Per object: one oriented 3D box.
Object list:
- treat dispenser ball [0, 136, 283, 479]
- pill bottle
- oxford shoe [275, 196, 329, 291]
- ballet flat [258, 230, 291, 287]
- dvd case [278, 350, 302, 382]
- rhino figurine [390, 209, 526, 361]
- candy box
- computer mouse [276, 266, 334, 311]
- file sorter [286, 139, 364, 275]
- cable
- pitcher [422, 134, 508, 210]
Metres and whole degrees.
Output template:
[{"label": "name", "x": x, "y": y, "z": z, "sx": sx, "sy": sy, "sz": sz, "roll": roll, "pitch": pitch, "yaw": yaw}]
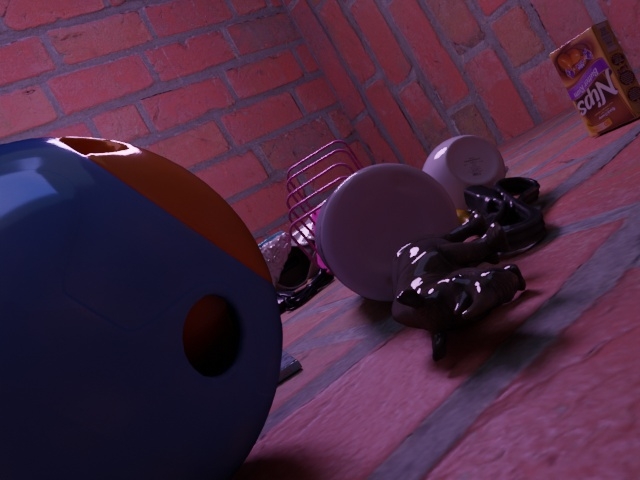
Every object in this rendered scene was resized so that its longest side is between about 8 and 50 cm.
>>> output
[{"label": "treat dispenser ball", "x": -0.171, "y": 0.071, "z": 0.415, "sx": 0.288, "sy": 0.288, "sz": 0.288, "roll": -30, "pitch": 2, "yaw": 1}, {"label": "pill bottle", "x": 0.074, "y": -0.011, "z": 0.791, "sx": 0.160, "sy": 0.160, "sz": 0.283, "roll": -30, "pitch": 2, "yaw": -2}, {"label": "oxford shoe", "x": 0.000, "y": 0.000, "z": 1.655, "sx": 0.449, "sy": 0.169, "sz": 0.130, "roll": -38, "pitch": 1, "yaw": -16}, {"label": "ballet flat", "x": -0.206, "y": 0.142, "z": 1.447, "sx": 0.409, "sy": 0.147, "sz": 0.147, "roll": -38, "pitch": 4, "yaw": -21}, {"label": "dvd case", "x": -0.071, "y": 0.162, "z": 0.692, "sx": 0.087, "sy": 0.013, "sz": 0.119, "roll": -31, "pitch": 3, "yaw": -12}, {"label": "rhino figurine", "x": 0.106, "y": 0.034, "z": 0.473, "sx": 0.106, "sy": 0.073, "sz": 0.243, "roll": -26, "pitch": 4, "yaw": 10}, {"label": "candy box", "x": 0.525, "y": -0.301, "z": 1.100, "sx": 0.053, "sy": 0.186, "sz": 0.109, "roll": -28, "pitch": 0, "yaw": -24}, {"label": "computer mouse", "x": -0.092, "y": 0.124, "z": 1.318, "sx": 0.262, "sy": 0.060, "sz": 0.184, "roll": -28, "pitch": 4, "yaw": 43}, {"label": "file sorter", "x": 0.033, "y": -0.091, "z": 1.443, "sx": 0.202, "sy": 0.182, "sz": 0.290, "roll": -30, "pitch": 32, "yaw": 14}, {"label": "cable", "x": 0.237, "y": -0.025, "z": 0.732, "sx": 0.140, "sy": 0.072, "sz": 0.287, "roll": -13, "pitch": 15, "yaw": 2}, {"label": "pitcher", "x": 0.247, "y": -0.093, "z": 0.956, "sx": 0.178, "sy": 0.125, "sz": 0.207, "roll": -15, "pitch": -17, "yaw": -6}]
